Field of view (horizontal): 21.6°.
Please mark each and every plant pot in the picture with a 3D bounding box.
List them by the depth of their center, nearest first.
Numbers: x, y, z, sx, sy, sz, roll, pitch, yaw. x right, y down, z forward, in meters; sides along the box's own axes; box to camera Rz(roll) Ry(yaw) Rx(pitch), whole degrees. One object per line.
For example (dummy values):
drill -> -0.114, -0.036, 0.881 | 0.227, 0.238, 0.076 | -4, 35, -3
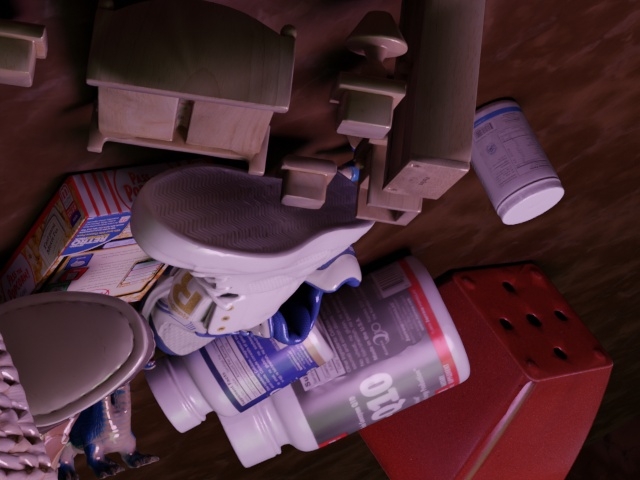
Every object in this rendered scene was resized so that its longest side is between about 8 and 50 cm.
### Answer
plant pot -> 0.211, 0.178, 2.150 | 0.267, 0.267, 0.236 | -5, 141, -45

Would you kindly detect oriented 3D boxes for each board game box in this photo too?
board game box -> -0.190, 0.002, 1.487 | 0.147, 0.045, 0.193 | -10, 156, -38

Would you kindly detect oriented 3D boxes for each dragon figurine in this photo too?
dragon figurine -> -0.258, 0.186, 1.820 | 0.085, 0.144, 0.289 | -12, 176, -37

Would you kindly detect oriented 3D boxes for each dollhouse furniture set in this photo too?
dollhouse furniture set -> -0.067, -0.146, 1.271 | 0.355, 0.174, 0.303 | 8, 168, -7

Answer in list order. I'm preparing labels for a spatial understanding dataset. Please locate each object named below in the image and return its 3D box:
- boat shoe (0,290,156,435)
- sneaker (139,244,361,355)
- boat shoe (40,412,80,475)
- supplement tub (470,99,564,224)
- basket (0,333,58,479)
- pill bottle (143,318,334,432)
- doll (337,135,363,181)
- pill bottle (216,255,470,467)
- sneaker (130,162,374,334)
boat shoe -> -0.280, 0.131, 1.493 | 0.324, 0.116, 0.097 | -24, 163, 18
sneaker -> -0.075, 0.060, 1.653 | 0.112, 0.131, 0.296 | -10, 157, -42
boat shoe -> -0.309, 0.201, 1.616 | 0.324, 0.123, 0.116 | -47, 136, -6
supplement tub -> 0.186, -0.078, 1.648 | 0.071, 0.107, 0.071 | -23, 161, -8
basket -> -0.433, 0.177, 1.319 | 0.328, 0.266, 0.331 | -32, 161, 16
pill bottle -> -0.090, 0.125, 1.810 | 0.187, 0.112, 0.112 | -30, 161, 2
doll -> 0.060, -0.091, 1.552 | 0.129, 0.046, 0.189 | -36, 166, 3
pill bottle -> 0.014, 0.144, 1.933 | 0.283, 0.161, 0.161 | -25, 161, -2
sneaker -> -0.088, 0.022, 1.431 | 0.169, 0.108, 0.292 | -45, 158, 27
